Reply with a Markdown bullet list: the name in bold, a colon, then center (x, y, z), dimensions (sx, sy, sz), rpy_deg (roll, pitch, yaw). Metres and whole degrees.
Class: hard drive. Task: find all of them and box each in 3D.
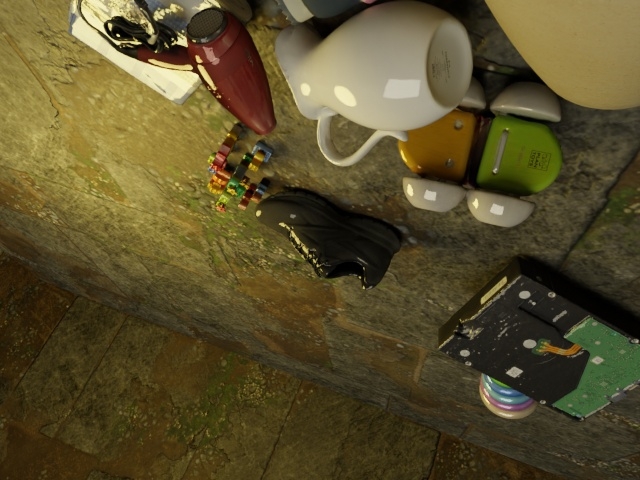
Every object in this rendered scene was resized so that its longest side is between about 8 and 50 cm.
- **hard drive**: center (0.423, 0.191, 0.936), dimensions (0.339, 0.064, 0.236), rpy_deg (28, 127, -7)

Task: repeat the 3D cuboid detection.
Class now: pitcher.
- **pitcher**: center (0.057, -0.161, 0.560), dimensions (0.207, 0.126, 0.177), rpy_deg (15, 131, 45)

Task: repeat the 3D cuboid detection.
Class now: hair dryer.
- **hair dryer**: center (-0.165, -0.245, 0.657), dimensions (0.294, 0.080, 0.224), rpy_deg (39, 168, -23)

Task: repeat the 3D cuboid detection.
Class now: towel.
- **towel**: center (-0.231, -0.302, 0.689), dimensions (0.209, 0.034, 0.285), rpy_deg (33, 155, -22)

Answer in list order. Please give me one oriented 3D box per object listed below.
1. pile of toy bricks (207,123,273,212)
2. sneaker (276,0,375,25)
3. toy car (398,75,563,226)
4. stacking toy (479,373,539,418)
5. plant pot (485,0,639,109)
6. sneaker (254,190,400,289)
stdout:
- **pile of toy bricks**: center (-0.160, -0.101, 0.923), dimensions (0.118, 0.105, 0.212), rpy_deg (29, 154, -10)
- **sneaker**: center (-0.003, -0.275, 0.376), dimensions (0.131, 0.112, 0.319), rpy_deg (-7, 179, 12)
- **toy car**: center (0.190, -0.105, 0.610), dimensions (0.182, 0.159, 0.136), rpy_deg (14, -173, 18)
- **stacking toy**: center (0.418, 0.275, 1.137), dimensions (0.141, 0.141, 0.330), rpy_deg (9, 145, 28)
- **plant pot**: center (0.200, -0.205, 0.309), dimensions (0.257, 0.256, 0.274), rpy_deg (10, 166, 27)
- **sneaker**: center (0.000, 0.000, 0.956), dimensions (0.287, 0.130, 0.109), rpy_deg (20, 156, 12)
